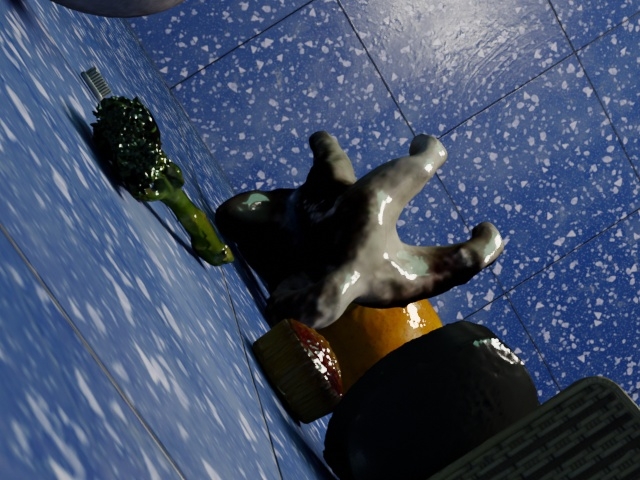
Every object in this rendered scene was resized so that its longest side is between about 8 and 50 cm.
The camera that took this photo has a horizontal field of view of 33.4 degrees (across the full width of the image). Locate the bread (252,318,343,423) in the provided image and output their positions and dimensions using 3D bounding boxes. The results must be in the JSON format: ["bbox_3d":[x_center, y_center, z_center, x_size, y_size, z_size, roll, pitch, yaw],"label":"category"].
[{"bbox_3d":[-0.012,0.102,0.849,0.085,0.053,0.085,58,-1,1],"label":"bread"}]

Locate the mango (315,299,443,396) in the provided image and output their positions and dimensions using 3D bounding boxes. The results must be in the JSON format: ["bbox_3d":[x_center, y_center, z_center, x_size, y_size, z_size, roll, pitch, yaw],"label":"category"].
[{"bbox_3d":[0.094,0.192,1.482,0.199,0.201,0.350,-60,139,-42],"label":"mango"}]

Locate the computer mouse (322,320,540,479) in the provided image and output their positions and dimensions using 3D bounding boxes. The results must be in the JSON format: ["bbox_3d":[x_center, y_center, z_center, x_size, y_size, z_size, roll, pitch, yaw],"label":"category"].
[{"bbox_3d":[0.107,0.177,0.869,0.087,0.168,0.295,48,-9,37],"label":"computer mouse"}]

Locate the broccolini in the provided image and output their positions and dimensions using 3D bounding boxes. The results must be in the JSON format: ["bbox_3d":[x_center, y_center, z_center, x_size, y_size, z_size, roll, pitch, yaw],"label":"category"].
[{"bbox_3d":[-0.112,-0.026,0.761,0.058,0.071,0.254,15,-19,11],"label":"broccolini"}]

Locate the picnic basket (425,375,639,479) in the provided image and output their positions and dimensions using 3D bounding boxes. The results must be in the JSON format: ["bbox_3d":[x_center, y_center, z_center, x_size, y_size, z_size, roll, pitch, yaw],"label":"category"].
[{"bbox_3d":[0.204,0.280,0.720,0.313,0.228,0.175,56,-4,42],"label":"picnic basket"}]

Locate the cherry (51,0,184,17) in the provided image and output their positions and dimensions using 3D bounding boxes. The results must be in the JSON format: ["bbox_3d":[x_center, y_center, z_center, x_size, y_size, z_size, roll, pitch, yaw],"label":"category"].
[{"bbox_3d":[-0.162,-0.257,0.738,0.213,0.183,0.266,37,9,34],"label":"cherry"}]

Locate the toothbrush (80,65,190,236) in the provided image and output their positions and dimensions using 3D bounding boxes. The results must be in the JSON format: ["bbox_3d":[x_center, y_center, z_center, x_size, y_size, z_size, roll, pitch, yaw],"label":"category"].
[{"bbox_3d":[-0.142,-0.068,0.866,0.167,0.014,0.011,58,-10,-20],"label":"toothbrush"}]

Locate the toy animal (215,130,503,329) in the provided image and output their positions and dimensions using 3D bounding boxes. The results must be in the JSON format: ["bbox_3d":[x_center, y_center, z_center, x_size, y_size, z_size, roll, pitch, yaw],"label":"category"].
[{"bbox_3d":[0.000,0.000,1.324,0.344,0.303,0.194,7,-51,57],"label":"toy animal"}]
